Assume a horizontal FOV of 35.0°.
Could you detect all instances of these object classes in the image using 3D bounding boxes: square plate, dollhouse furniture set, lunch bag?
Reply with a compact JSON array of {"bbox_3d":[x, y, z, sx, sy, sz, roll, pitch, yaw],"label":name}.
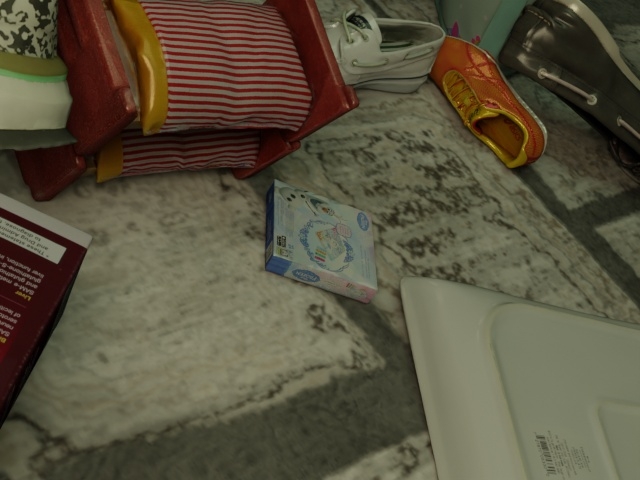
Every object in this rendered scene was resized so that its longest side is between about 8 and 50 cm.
[{"bbox_3d":[0.241,0.180,0.759,0.344,0.049,0.347,14,44,-23],"label":"square plate"},{"bbox_3d":[-0.150,-0.227,0.748,0.201,0.152,0.374,-12,76,-42],"label":"dollhouse furniture set"},{"bbox_3d":[0.227,-0.331,1.158,0.160,0.223,0.262,18,41,-9],"label":"lunch bag"}]

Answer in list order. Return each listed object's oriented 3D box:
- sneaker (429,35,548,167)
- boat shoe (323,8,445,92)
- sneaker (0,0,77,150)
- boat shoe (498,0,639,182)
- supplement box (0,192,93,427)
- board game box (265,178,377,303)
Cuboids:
[{"bbox_3d":[0.163,-0.149,1.046,0.175,0.064,0.067,47,36,16],"label":"sneaker"},{"bbox_3d":[0.027,-0.191,0.984,0.226,0.076,0.083,-12,56,-42],"label":"boat shoe"},{"bbox_3d":[-0.281,-0.206,0.638,0.410,0.182,0.158,31,16,26],"label":"sneaker"},{"bbox_3d":[0.319,-0.133,1.111,0.335,0.095,0.112,40,4,-25],"label":"boat shoe"},{"bbox_3d":[-0.211,0.066,0.471,0.130,0.073,0.239,26,38,-8],"label":"supplement box"},{"bbox_3d":[0.000,0.000,0.807,0.090,0.020,0.090,19,40,-18],"label":"board game box"}]
